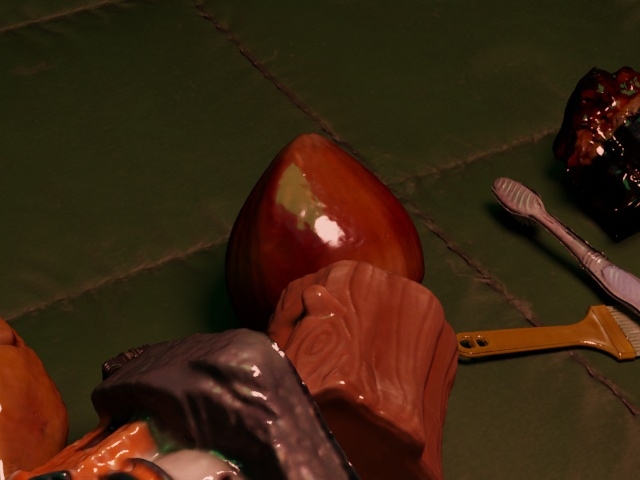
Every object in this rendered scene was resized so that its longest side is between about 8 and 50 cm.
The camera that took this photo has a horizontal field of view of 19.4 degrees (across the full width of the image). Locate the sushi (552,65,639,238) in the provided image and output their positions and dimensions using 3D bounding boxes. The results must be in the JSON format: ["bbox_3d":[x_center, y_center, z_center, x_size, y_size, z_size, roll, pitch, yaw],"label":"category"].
[{"bbox_3d":[0.332,-0.108,1.974,0.172,0.153,0.150,-35,69,-13],"label":"sushi"}]

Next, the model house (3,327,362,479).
[{"bbox_3d":[-0.130,0.247,1.369,0.301,0.271,0.190,-30,11,-34],"label":"model house"}]

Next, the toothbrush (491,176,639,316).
[{"bbox_3d":[0.306,0.051,1.844,0.035,0.042,0.413,-45,51,-3],"label":"toothbrush"}]

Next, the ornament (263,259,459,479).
[{"bbox_3d":[0.017,0.151,1.598,0.235,0.221,0.217,42,31,-15],"label":"ornament"}]

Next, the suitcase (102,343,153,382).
[{"bbox_3d":[-0.147,0.157,1.622,0.059,0.126,0.086,-22,43,-26],"label":"suitcase"}]

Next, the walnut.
[{"bbox_3d":[-0.302,0.152,1.535,0.203,0.203,0.298,-19,24,-25],"label":"walnut"}]

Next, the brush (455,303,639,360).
[{"bbox_3d":[0.230,0.094,1.815,0.218,0.010,0.082,-5,38,-14],"label":"brush"}]

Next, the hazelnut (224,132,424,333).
[{"bbox_3d":[0.000,0.000,1.766,0.208,0.208,0.208,2,38,-1],"label":"hazelnut"}]
